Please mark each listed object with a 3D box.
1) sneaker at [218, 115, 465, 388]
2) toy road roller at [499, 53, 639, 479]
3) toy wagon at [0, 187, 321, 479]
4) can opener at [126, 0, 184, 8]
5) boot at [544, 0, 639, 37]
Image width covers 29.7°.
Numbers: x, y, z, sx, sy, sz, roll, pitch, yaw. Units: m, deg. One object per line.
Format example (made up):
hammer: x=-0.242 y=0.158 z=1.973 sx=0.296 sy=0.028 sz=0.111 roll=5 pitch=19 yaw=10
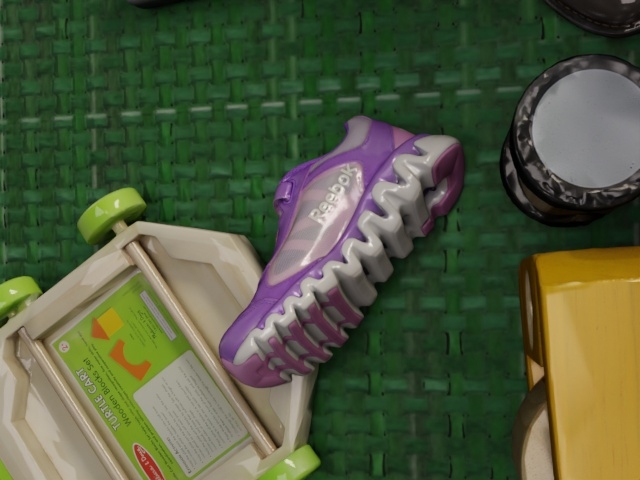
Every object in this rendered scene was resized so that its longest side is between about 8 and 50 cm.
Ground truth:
sneaker: x=0.000 y=0.000 z=0.886 sx=0.104 sy=0.095 sz=0.236 roll=34 pitch=75 yaw=25
toy road roller: x=0.243 y=0.029 z=0.775 sx=0.241 sy=0.202 sz=0.329 roll=-2 pitch=87 yaw=6
toy wagon: x=-0.169 y=0.137 z=0.964 sx=0.344 sy=0.068 sz=0.267 roll=-38 pitch=79 yaw=14
can opener: x=-0.033 y=-0.239 z=0.919 sx=0.280 sy=0.093 sz=0.074 roll=-8 pitch=88 yaw=21
boot: x=0.132 y=-0.258 z=0.791 sx=0.091 sy=0.229 sz=0.263 roll=-36 pitch=79 yaw=14
